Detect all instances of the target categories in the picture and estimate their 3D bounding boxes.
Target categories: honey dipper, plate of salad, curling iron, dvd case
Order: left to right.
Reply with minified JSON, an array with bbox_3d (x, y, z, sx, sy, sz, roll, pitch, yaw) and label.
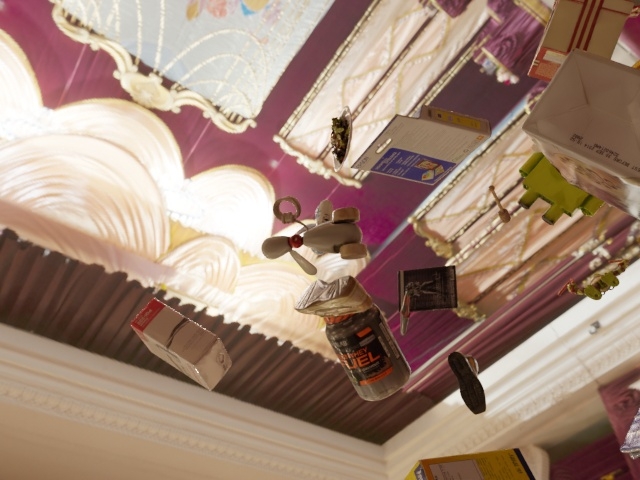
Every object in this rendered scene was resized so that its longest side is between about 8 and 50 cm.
[{"bbox_3d":[0.055,-0.308,1.543,0.048,0.200,0.200,7,-141,-13],"label":"plate of salad"},{"bbox_3d":[0.312,0.251,1.810,0.068,0.274,0.035,-27,-133,-28],"label":"curling iron"},{"bbox_3d":[0.398,0.182,1.905,0.018,0.221,0.164,39,-132,-56],"label":"dvd case"},{"bbox_3d":[0.515,-0.106,1.474,0.160,0.030,0.030,46,-160,-43],"label":"honey dipper"}]

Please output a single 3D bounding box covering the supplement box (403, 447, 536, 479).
[{"bbox_3d":[0.443,0.760,1.498,0.357,0.195,0.194,3,-140,-19],"label":"supplement box"}]

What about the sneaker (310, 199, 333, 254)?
[{"bbox_3d":[0.015,-0.054,2.148,0.085,0.237,0.086,11,179,-25],"label":"sneaker"}]

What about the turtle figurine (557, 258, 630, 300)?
[{"bbox_3d":[0.970,0.156,1.792,0.087,0.269,0.217,62,-155,8],"label":"turtle figurine"}]

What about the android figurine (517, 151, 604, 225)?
[{"bbox_3d":[0.702,-0.179,1.460,0.248,0.273,0.056,40,-179,31],"label":"android figurine"}]

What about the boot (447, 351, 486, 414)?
[{"bbox_3d":[0.494,0.450,1.637,0.137,0.077,0.198,18,-130,-53],"label":"boot"}]

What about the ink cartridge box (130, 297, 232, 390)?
[{"bbox_3d":[-0.341,0.258,1.263,0.218,0.158,0.092,23,-122,23],"label":"ink cartridge box"}]

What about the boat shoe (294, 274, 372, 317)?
[{"bbox_3d":[0.029,0.193,1.574,0.110,0.341,0.121,41,-115,-17],"label":"boat shoe"}]

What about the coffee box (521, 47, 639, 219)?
[{"bbox_3d":[0.417,-0.126,0.704,0.168,0.119,0.297,39,-165,33],"label":"coffee box"}]

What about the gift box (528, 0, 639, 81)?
[{"bbox_3d":[0.876,-0.684,1.698,0.255,0.258,0.276,22,176,9],"label":"gift box"}]

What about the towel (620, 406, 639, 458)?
[{"bbox_3d":[0.640,0.216,0.870,0.040,0.243,0.336,31,-110,21],"label":"towel"}]

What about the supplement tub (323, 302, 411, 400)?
[{"bbox_3d":[0.151,0.356,1.754,0.338,0.207,0.207,61,-151,-8],"label":"supplement tub"}]

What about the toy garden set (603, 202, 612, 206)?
[{"bbox_3d":[0.955,-0.195,1.744,0.049,0.244,0.203,27,-111,-52],"label":"toy garden set"}]

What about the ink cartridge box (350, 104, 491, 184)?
[{"bbox_3d":[0.288,-0.284,1.526,0.307,0.303,0.072,11,-114,-19],"label":"ink cartridge box"}]

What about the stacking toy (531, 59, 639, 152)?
[{"bbox_3d":[0.689,-0.287,1.213,0.130,0.279,0.309,41,166,-21],"label":"stacking toy"}]

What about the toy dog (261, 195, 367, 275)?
[{"bbox_3d":[0.000,0.000,1.593,0.334,0.220,0.161,11,169,20],"label":"toy dog"}]
